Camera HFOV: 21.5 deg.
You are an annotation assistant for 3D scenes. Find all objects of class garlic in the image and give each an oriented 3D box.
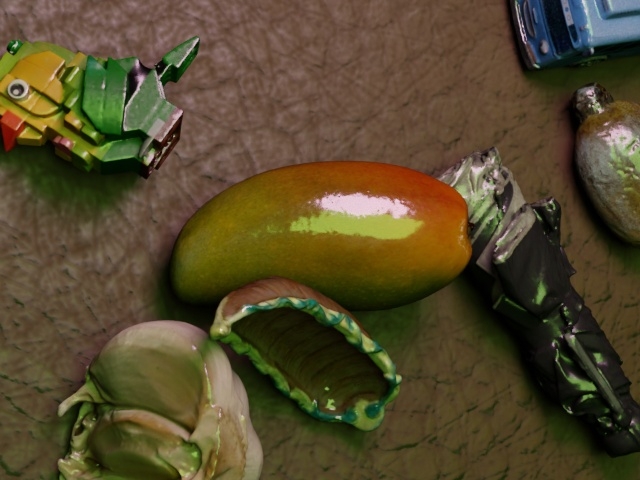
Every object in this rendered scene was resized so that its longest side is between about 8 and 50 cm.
[{"bbox_3d":[-0.131,0.182,1.528,0.143,0.178,0.229,-9,105,-54],"label":"garlic"}]

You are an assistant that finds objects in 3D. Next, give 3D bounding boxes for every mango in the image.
[{"bbox_3d":[0.002,-0.005,1.604,0.289,0.129,0.146,3,119,-16],"label":"mango"}]

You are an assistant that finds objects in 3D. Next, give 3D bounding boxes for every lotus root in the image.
[{"bbox_3d":[0.325,-0.081,1.781,0.113,0.088,0.192,-32,95,-17],"label":"lotus root"}]

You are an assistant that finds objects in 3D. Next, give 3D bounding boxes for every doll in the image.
[{"bbox_3d":[-0.209,-0.129,1.550,0.186,0.106,0.134,5,75,-6],"label":"doll"}]

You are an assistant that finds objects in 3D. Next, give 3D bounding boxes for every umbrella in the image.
[{"bbox_3d":[0.234,0.065,1.711,0.113,0.106,0.358,-38,98,-27],"label":"umbrella"}]

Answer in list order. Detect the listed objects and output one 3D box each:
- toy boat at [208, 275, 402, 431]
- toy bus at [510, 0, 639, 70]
[{"bbox_3d":[-0.024,0.092,1.545,0.293,0.108,0.099,37,35,-52],"label":"toy boat"},{"bbox_3d":[0.329,-0.254,1.781,0.234,0.133,0.116,-11,87,-24],"label":"toy bus"}]
